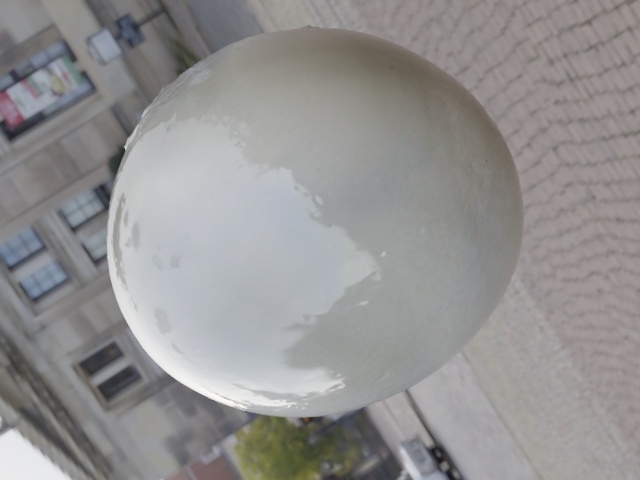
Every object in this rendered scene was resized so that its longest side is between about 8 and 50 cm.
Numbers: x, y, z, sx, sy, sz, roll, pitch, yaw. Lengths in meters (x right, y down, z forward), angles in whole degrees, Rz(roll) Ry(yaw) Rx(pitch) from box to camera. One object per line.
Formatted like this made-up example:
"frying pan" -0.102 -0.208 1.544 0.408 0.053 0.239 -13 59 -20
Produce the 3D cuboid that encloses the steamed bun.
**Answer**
"steamed bun" 0.000 0.000 0.885 0.206 0.324 0.324 -109 -8 -50
